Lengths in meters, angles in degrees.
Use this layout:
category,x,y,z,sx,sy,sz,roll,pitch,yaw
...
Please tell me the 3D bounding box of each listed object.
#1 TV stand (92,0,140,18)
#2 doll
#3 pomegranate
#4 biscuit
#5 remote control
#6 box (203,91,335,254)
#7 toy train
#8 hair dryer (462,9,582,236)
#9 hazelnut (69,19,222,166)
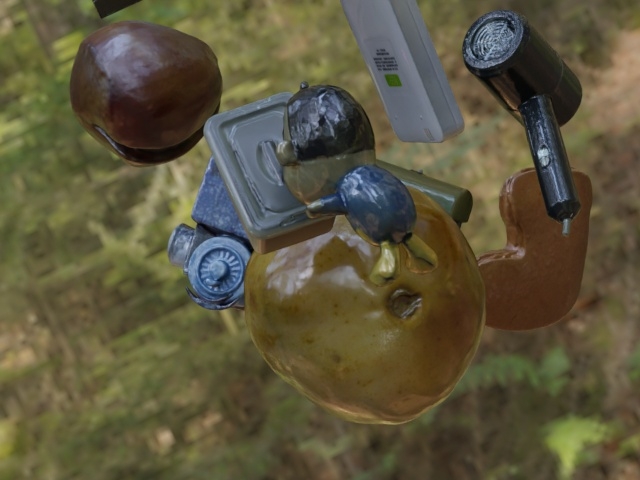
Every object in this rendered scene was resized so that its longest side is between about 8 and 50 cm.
category,x,y,z,sx,sy,sz,roll,pitch,yaw
TV stand,-0.120,-0.304,1.943,0.256,0.049,0.040,-25,-39,-4
doll,0.022,-0.045,1.487,0.102,0.179,0.089,-16,-12,-45
pomegranate,0.042,0.051,1.717,0.233,0.233,0.233,-26,1,1
biscuit,0.234,0.009,2.157,0.186,0.192,0.036,2,7,-37
remote control,0.060,-0.209,1.776,0.034,0.250,0.103,-28,14,-21
box,-0.038,-0.052,1.565,0.089,0.122,0.062,-19,-23,-13
toy train,0.000,0.000,1.908,0.299,0.202,0.131,19,1,14
hair dryer,0.197,-0.097,1.711,0.071,0.219,0.124,-26,-35,23
hazelnut,-0.201,-0.175,2.195,0.178,0.178,0.204,-26,-15,-13
